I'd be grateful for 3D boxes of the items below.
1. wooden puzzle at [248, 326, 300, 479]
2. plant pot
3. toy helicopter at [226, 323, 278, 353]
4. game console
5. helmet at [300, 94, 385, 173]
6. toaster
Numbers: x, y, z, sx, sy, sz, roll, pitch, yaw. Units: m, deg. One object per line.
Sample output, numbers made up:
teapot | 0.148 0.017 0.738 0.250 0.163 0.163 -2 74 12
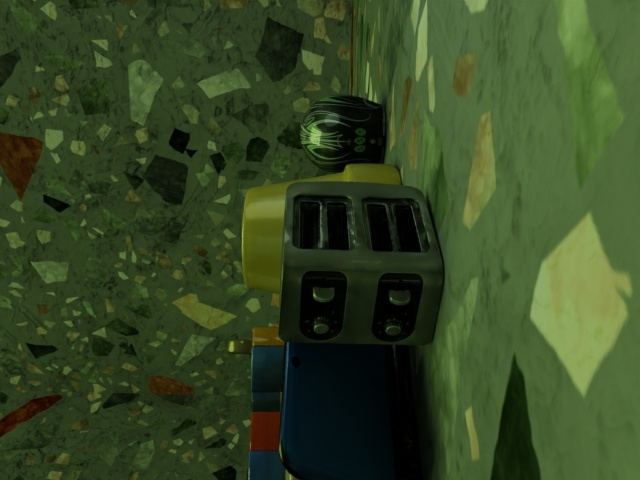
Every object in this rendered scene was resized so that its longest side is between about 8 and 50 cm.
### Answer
wooden puzzle | -0.067 0.260 0.818 0.322 0.081 0.347 99 175 -56
plant pot | 0.000 0.000 0.932 0.254 0.239 0.254 -179 90 -89
toy helicopter | -0.072 0.270 1.406 0.235 0.355 0.140 35 -125 -70
game console | 0.025 0.203 0.732 0.250 0.173 0.293 103 172 -46
helmet | 0.040 -0.208 1.120 0.169 0.162 0.169 -178 90 -89
toaster | 0.040 0.020 0.639 0.185 0.168 0.110 -91 5 -50
